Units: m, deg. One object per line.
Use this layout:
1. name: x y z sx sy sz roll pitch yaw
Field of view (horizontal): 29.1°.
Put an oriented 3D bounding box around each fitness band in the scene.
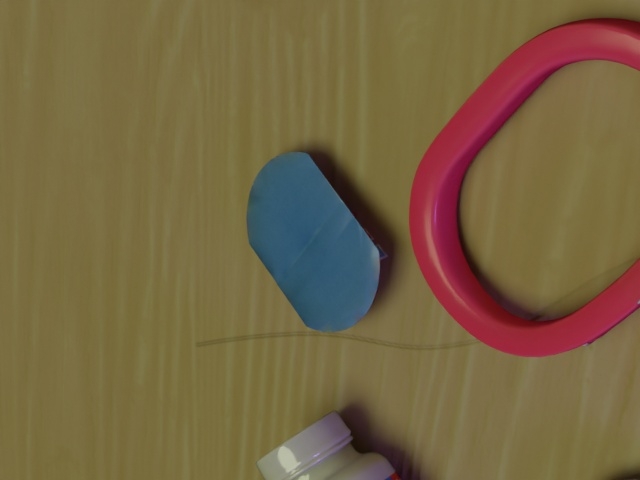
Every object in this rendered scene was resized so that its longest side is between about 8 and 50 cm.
1. fitness band: 0.188 -0.037 0.953 0.209 0.054 0.291 53 129 15

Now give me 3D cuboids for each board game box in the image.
1. board game box: 0.000 0.000 1.129 0.169 0.033 0.133 54 136 17

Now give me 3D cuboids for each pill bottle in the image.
1. pill bottle: 0.037 0.273 1.133 0.124 0.124 0.221 -40 80 40
